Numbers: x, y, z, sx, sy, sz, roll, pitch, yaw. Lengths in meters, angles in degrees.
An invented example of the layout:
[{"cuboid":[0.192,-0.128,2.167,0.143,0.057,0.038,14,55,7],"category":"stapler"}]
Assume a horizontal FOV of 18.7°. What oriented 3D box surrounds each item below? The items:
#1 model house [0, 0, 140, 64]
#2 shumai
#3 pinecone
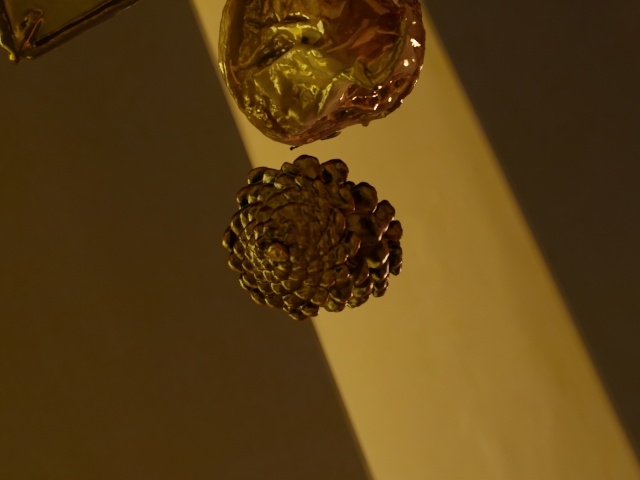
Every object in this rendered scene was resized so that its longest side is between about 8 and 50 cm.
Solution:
[{"cuboid":[-0.218,-0.195,1.348,0.205,0.218,0.278,25,-72,-13],"category":"model house"},{"cuboid":[0.013,-0.121,1.172,0.146,0.145,0.116,-1,7,-31],"category":"shumai"},{"cuboid":[0.000,0.004,1.152,0.102,0.102,0.109,-35,-41,22],"category":"pinecone"}]
